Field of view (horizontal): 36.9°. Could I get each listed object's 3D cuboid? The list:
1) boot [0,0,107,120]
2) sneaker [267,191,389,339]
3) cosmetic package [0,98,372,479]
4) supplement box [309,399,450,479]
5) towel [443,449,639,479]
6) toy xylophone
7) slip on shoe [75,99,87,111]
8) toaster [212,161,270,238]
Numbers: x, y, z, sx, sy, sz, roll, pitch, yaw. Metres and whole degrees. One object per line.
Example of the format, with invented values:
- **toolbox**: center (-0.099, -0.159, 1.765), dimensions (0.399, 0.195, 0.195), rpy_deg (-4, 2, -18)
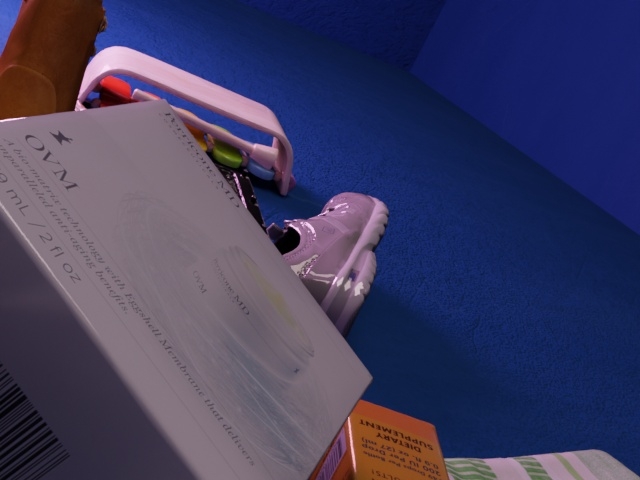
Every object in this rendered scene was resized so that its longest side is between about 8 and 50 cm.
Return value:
- **boot**: center (-0.246, -0.106, 0.769), dimensions (0.104, 0.211, 0.295), rpy_deg (21, 19, -17)
- **sneaker**: center (0.000, 0.000, 1.008), dimensions (0.115, 0.105, 0.281), rpy_deg (26, 18, -4)
- **cosmetic package**: center (-0.108, 0.056, 0.515), dimensions (0.224, 0.138, 0.225), rpy_deg (53, 18, 0)
- **supplement box**: center (0.041, 0.191, 0.575), dimensions (0.078, 0.080, 0.233), rpy_deg (21, 21, -12)
- **towel**: center (0.225, 0.247, 0.753), dimensions (0.325, 0.038, 0.248), rpy_deg (10, 24, -44)
- **toy xylophone**: center (-0.168, -0.152, 1.229), dimensions (0.323, 0.081, 0.236), rpy_deg (23, 18, -13)
- **slip on shoe**: center (-0.283, -0.134, 1.086), dimensions (0.041, 0.051, 0.135), rpy_deg (-24, 50, -16)
- **toaster**: center (-0.149, -0.019, 0.833), dimensions (0.186, 0.110, 0.168), rpy_deg (21, 18, -21)
